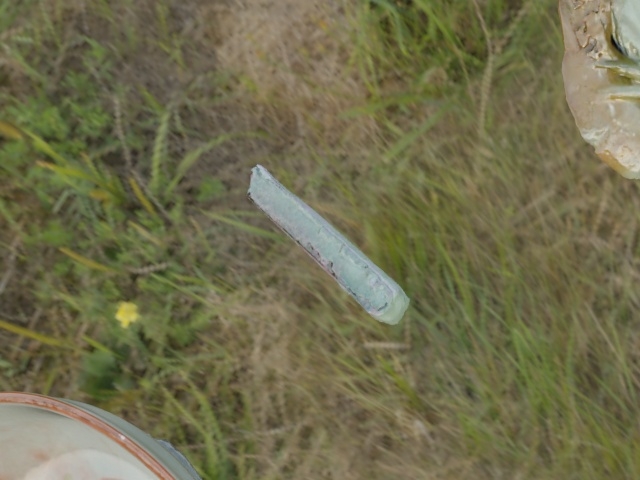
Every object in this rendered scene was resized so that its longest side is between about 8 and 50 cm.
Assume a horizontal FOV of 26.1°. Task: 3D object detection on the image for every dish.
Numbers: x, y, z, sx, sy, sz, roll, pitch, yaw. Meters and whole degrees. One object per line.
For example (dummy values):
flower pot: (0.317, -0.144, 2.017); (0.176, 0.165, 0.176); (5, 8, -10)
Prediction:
dish: (-0.142, 0.201, 0.895); (0.260, 0.085, 0.260); (11, 115, 25)

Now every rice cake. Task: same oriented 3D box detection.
rice cake: (0.000, 0.000, 1.133); (0.033, 0.033, 0.207); (-50, 52, 3)

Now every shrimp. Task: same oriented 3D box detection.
shrimp: (0.158, -0.110, 0.710); (0.091, 0.043, 0.184); (-27, 96, -2)
